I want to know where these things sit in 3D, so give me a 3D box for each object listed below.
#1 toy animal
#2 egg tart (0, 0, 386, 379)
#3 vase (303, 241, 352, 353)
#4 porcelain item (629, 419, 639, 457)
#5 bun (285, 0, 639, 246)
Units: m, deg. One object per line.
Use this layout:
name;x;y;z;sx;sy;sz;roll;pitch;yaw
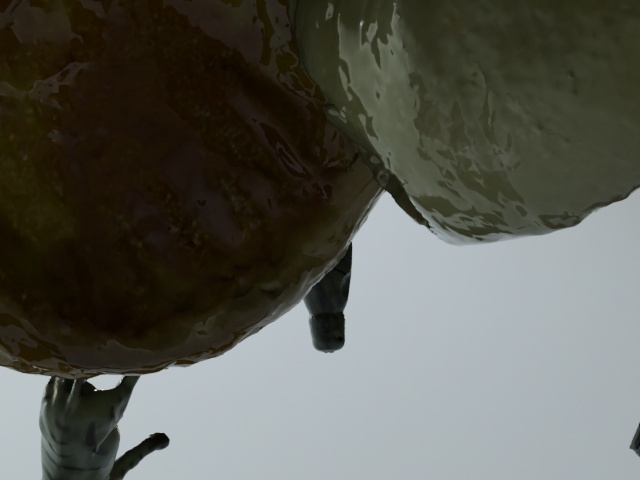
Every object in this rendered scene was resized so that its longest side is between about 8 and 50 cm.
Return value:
toy animal;-0.175;0.162;1.406;0.073;0.217;0.176;15;-141;16
egg tart;-0.129;-0.105;1.202;0.387;0.388;0.169;12;-170;-20
vase;0.000;0.000;1.784;0.059;0.211;0.060;-3;176;0
porcelain item;0.214;0.093;1.018;0.075;0.021;0.136;24;-152;12
bun;0.122;-0.174;1.025;0.202;0.364;0.364;48;172;-22
